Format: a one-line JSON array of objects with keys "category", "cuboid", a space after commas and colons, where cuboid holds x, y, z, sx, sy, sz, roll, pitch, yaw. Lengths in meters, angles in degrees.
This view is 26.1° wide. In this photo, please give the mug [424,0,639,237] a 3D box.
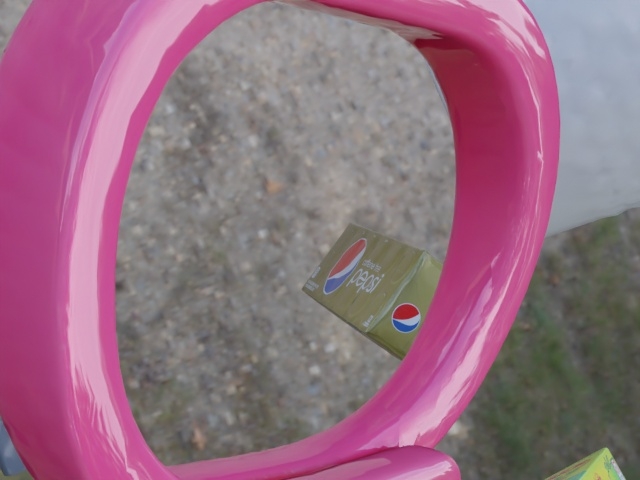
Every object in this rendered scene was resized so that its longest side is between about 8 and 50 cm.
[{"category": "mug", "cuboid": [0.232, -0.206, 0.874, 0.374, 0.328, 0.276, -84, 150, -59]}]

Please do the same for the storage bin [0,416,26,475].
[{"category": "storage bin", "cuboid": [-0.264, 0.161, 1.308, 0.135, 0.098, 0.091, -21, 107, -15]}]

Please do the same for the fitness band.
[{"category": "fitness band", "cuboid": [0.000, 0.000, 0.463, 0.291, 0.054, 0.209, 0, 98, -56]}]

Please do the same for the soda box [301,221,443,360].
[{"category": "soda box", "cuboid": [0.045, 0.036, 0.882, 0.058, 0.181, 0.061, 37, 87, -15]}]

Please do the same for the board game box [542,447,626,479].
[{"category": "board game box", "cuboid": [0.140, 0.178, 0.856, 0.043, 0.092, 0.181, 61, 14, 10]}]
